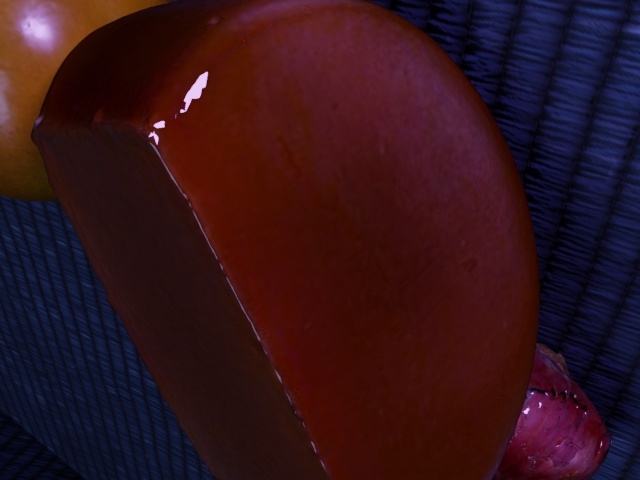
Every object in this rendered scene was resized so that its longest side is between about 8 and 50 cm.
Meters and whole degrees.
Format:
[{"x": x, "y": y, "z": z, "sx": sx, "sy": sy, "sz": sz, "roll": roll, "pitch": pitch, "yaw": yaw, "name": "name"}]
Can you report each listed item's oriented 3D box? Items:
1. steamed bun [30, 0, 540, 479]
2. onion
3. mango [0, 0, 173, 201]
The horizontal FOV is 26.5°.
[{"x": 0.000, "y": 0.000, "z": 0.920, "sx": 0.235, "sy": 0.248, "sz": 0.379, "roll": 3, "pitch": 125, "yaw": 55, "name": "steamed bun"}, {"x": 0.134, "y": 0.140, "z": 1.067, "sx": 0.184, "sy": 0.147, "sz": 0.184, "roll": 34, "pitch": 168, "yaw": 8, "name": "onion"}, {"x": -0.251, "y": -0.159, "z": 1.098, "sx": 0.264, "sy": 0.221, "sz": 0.378, "roll": 53, "pitch": 164, "yaw": -30, "name": "mango"}]
